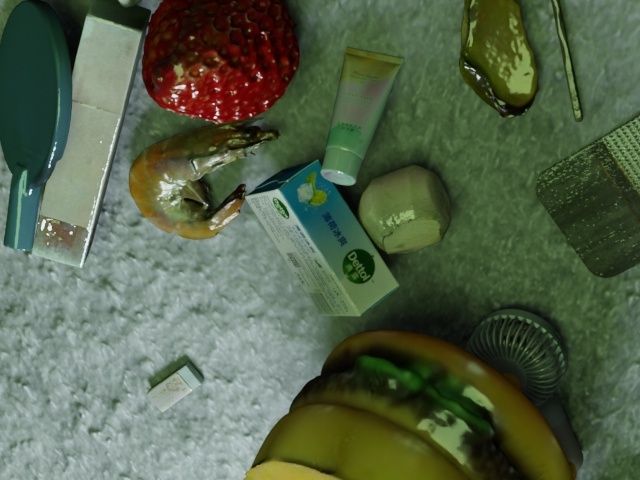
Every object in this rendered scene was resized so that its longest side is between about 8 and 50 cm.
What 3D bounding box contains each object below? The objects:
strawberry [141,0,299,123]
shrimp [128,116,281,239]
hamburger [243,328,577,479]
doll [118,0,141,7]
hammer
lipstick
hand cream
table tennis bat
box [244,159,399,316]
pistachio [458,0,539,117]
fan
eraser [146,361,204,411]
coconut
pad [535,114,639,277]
[{"bbox_3d":[-0.138,-0.228,1.843,0.205,0.244,0.205,7,112,18],"label":"strawberry"},{"bbox_3d":[-0.151,-0.086,2.007,0.248,0.068,0.150,-30,106,35],"label":"shrimp"},{"bbox_3d":[0.112,0.291,1.915,0.395,0.277,0.396,26,145,20],"label":"hamburger"},{"bbox_3d":[-0.306,-0.381,1.916,0.293,0.119,0.138,20,76,14],"label":"doll"},{"bbox_3d":[0.283,-0.279,1.807,0.058,0.029,0.292,-7,110,23],"label":"hammer"},{"bbox_3d":[-0.305,-0.139,2.004,0.079,0.076,0.372,17,122,-5],"label":"lipstick"},{"bbox_3d":[0.044,-0.156,1.883,0.076,0.047,0.174,14,73,12],"label":"hand cream"},{"bbox_3d":[-0.384,-0.151,1.996,0.215,0.044,0.329,20,108,53],"label":"table tennis bat"},{"bbox_3d":[-0.001,0.000,1.945,0.194,0.073,0.139,58,161,-9],"label":"box"},{"bbox_3d":[0.207,-0.231,1.836,0.089,0.049,0.173,-18,104,-2],"label":"pistachio"},{"bbox_3d":[0.275,0.204,1.980,0.130,0.074,0.244,-13,112,33],"label":"fan"},{"bbox_3d":[-0.207,0.209,2.168,0.083,0.019,0.038,-37,95,27],"label":"eraser"},{"bbox_3d":[0.099,-0.033,1.917,0.124,0.110,0.110,-23,102,23],"label":"coconut"},{"bbox_3d":[0.439,0.006,1.849,0.250,0.055,0.323,-32,81,26],"label":"pad"}]
